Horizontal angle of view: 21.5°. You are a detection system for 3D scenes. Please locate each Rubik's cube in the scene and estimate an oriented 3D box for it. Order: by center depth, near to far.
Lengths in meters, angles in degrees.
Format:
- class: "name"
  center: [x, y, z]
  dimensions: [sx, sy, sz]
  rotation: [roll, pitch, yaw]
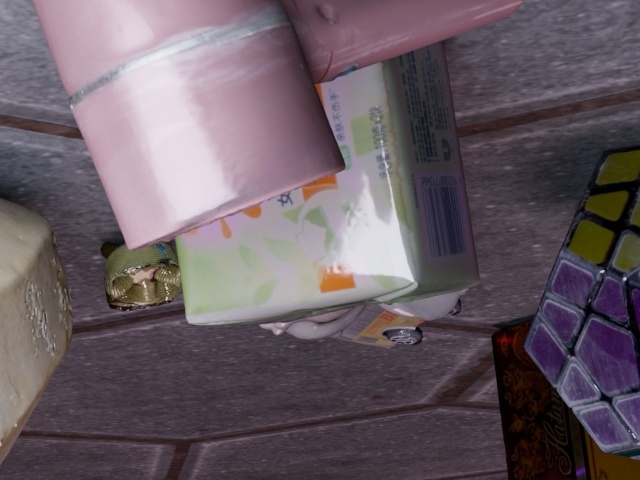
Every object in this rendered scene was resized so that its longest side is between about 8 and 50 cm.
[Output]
- class: "Rubik's cube"
  center: [0.340, 0.056, 1.510]
  dimensions: [0.264, 0.319, 0.319]
  rotation: [-43, 146, 24]

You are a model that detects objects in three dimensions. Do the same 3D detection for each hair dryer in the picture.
- class: "hair dryer"
  center: [-0.005, -0.145, 0.973]
  dimensions: [0.352, 0.210, 0.125]
  rotation: [-23, -178, -42]

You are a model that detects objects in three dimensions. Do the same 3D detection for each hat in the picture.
- class: "hat"
  center: [-0.175, 0.027, 1.653]
  dimensions: [0.077, 0.059, 0.076]
  rotation: [-7, 148, -10]

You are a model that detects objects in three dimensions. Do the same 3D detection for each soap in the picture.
- class: "soap"
  center: [-0.004, -0.047, 1.172]
  dimensions: [0.182, 0.199, 0.138]
  rotation: [-10, 178, 24]

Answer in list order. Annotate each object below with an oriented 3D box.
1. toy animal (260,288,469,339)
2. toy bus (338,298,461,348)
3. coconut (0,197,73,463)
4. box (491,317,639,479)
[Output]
- class: "toy animal"
  center: [-0.007, 0.000, 1.430]
  dimensions: [0.208, 0.154, 0.325]
  rotation: [-11, 161, 30]
- class: "toy bus"
  center: [0.075, 0.041, 1.713]
  dimensions: [0.106, 0.092, 0.268]
  rotation: [9, 161, -13]
- class: "coconut"
  center: [-0.373, 0.083, 1.387]
  dimensions: [0.352, 0.353, 0.352]
  rotation: [-4, 164, -1]
- class: "box"
  center: [0.406, 0.191, 1.997]
  dimensions: [0.415, 0.264, 0.115]
  rotation: [-21, 157, 38]
